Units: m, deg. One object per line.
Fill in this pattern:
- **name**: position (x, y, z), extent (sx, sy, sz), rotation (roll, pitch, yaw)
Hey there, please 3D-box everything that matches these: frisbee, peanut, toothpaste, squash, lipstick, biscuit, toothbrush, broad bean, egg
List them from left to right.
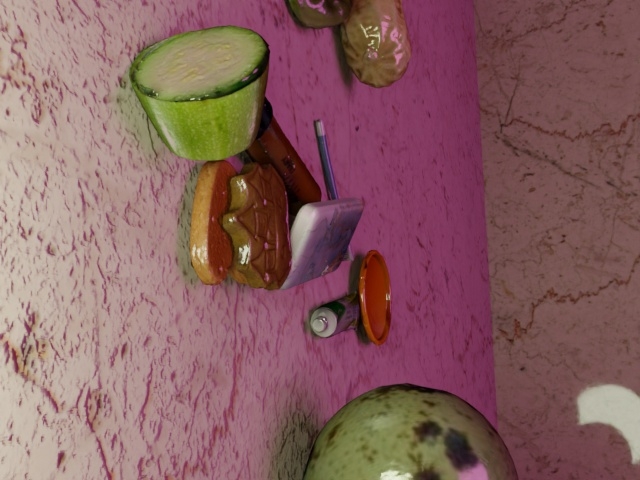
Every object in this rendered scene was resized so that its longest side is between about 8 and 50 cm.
- **squash**: position (-0.141, -0.175, 1.142), extent (0.170, 0.170, 0.123), rotation (-71, 164, -48)
- **biscuit**: position (-0.128, -0.005, 1.285), extent (0.192, 0.036, 0.186), rotation (56, 31, -57)
- **biscuit**: position (-0.082, -0.021, 1.320), extent (0.215, 0.034, 0.182), rotation (6, 79, -73)
- **lipstick**: position (-0.085, -0.149, 1.391), extent (0.418, 0.077, 0.077), rotation (54, 35, -56)
- **broad bean**: position (-0.021, -0.460, 1.686), extent (0.206, 0.072, 0.153), rotation (36, 48, -49)
- **toothbrush**: position (0.022, -0.090, 1.757), extent (0.019, 0.025, 0.276), rotation (-54, 133, -69)
- **toothpaste**: position (0.032, 0.137, 1.688), extent (0.248, 0.046, 0.078), rotation (-8, 96, -72)
- **peanut**: position (0.101, -0.470, 1.906), extent (0.153, 0.140, 0.325), rotation (-16, 99, -53)
- **frisbee**: position (0.103, 0.115, 1.894), extent (0.192, 0.035, 0.192), rotation (-5, 90, -69)
- **egg**: position (0.138, 0.429, 1.470), extent (0.345, 0.344, 0.428), rotation (-58, 151, -59)

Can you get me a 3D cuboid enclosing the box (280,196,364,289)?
- **box**: position (0.000, 0.000, 1.557), extent (0.142, 0.044, 0.285), rotation (-69, 164, 12)
